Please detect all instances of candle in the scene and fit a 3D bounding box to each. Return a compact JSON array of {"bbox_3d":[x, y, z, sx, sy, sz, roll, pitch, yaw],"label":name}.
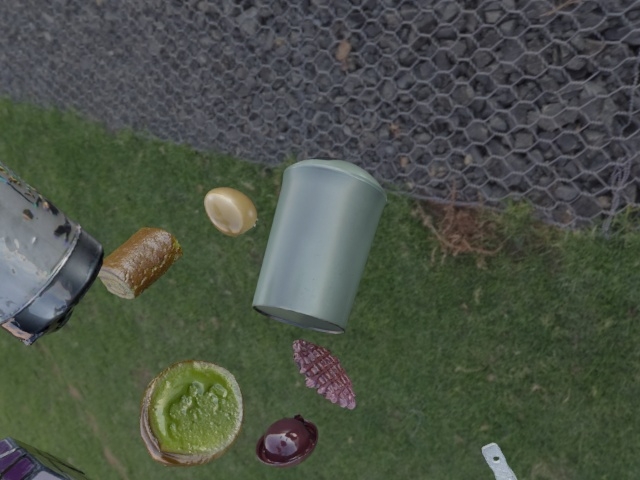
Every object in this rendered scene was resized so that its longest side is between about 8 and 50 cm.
[{"bbox_3d":[-0.464,-0.018,0.871,0.188,0.187,0.330,-11,132,45],"label":"candle"}]

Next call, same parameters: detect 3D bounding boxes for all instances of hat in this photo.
[{"bbox_3d":[-0.103,0.586,1.918,0.206,0.205,0.089,3,119,42],"label":"hat"}]

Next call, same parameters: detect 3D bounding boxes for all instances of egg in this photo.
[{"bbox_3d":[-0.160,-0.054,1.140,0.080,0.080,0.096,-18,120,45],"label":"egg"}]

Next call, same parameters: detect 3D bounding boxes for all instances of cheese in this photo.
[{"bbox_3d":[0.402,0.528,1.325,0.127,0.054,0.251,-29,94,11],"label":"cheese"}]

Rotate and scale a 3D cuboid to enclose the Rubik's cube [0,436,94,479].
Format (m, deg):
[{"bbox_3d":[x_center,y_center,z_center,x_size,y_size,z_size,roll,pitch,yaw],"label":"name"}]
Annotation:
[{"bbox_3d":[-0.406,0.424,0.842,0.319,0.264,0.318,-173,90,-78],"label":"Rubik's cube"}]

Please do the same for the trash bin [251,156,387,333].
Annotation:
[{"bbox_3d":[0.000,0.000,1.655,0.281,0.280,0.431,2,70,42],"label":"trash bin"}]

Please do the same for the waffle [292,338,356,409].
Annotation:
[{"bbox_3d":[0.010,0.371,1.826,0.055,0.234,0.221,-46,33,15],"label":"waffle"}]

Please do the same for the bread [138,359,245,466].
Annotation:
[{"bbox_3d":[-0.275,0.370,1.385,0.236,0.236,0.070,55,143,7],"label":"bread"}]

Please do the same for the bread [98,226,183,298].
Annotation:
[{"bbox_3d":[-0.422,0.052,1.508,0.132,0.172,0.103,10,133,38],"label":"bread"}]
